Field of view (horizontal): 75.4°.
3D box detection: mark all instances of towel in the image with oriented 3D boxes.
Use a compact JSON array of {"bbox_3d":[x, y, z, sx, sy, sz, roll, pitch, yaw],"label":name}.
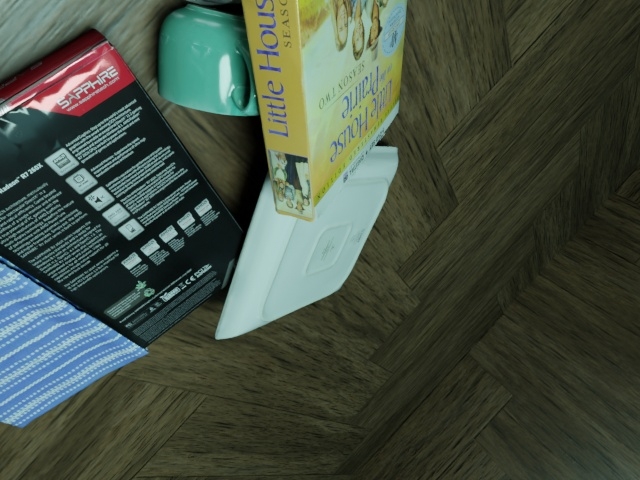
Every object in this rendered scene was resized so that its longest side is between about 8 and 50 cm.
[{"bbox_3d":[-0.424,0.140,0.537,0.243,0.040,0.336,-31,139,-3],"label":"towel"}]

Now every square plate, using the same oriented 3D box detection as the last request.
[{"bbox_3d":[0.000,0.000,0.724,0.344,0.049,0.348,-14,134,-52],"label":"square plate"}]

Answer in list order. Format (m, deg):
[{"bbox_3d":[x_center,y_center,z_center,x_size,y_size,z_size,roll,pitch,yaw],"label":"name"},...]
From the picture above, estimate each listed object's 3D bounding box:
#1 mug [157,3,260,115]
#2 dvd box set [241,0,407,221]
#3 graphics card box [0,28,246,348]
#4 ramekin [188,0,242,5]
[{"bbox_3d":[-0.106,-0.206,0.475,0.129,0.157,0.098,-51,157,-61],"label":"mug"},{"bbox_3d":[0.024,-0.272,0.437,0.308,0.062,0.421,-54,152,-41],"label":"dvd box set"},{"bbox_3d":[-0.254,-0.033,0.532,0.232,0.094,0.371,-39,139,-10],"label":"graphics card box"},{"bbox_3d":[-0.099,-0.341,0.404,0.207,0.109,0.207,-24,136,-26],"label":"ramekin"}]
